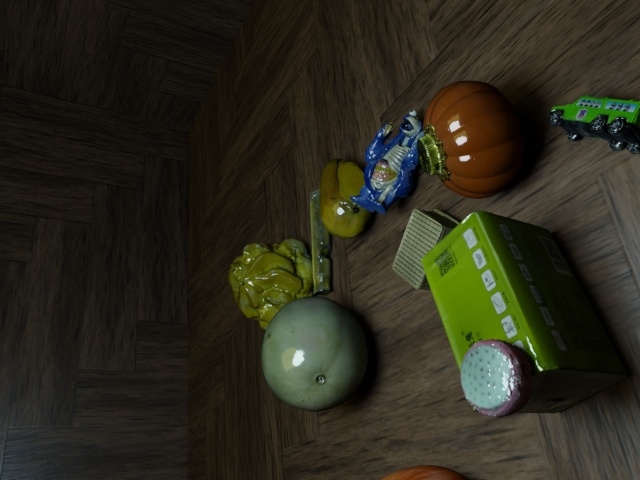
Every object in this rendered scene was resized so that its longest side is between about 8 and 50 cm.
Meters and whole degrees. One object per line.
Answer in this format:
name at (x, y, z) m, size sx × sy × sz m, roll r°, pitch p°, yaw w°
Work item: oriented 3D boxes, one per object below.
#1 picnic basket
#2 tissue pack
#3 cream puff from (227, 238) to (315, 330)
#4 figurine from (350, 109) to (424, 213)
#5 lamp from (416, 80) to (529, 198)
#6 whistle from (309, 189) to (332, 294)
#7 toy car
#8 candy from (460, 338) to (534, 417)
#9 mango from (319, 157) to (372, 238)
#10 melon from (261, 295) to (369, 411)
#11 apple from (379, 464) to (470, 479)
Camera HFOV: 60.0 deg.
picnic basket at (0.233, 0.021, 1.185) m, size 0.115 × 0.080 × 0.164 m, roll 45°, pitch 121°, yaw 57°
tissue pack at (0.312, 0.118, 0.885) m, size 0.167 × 0.200 × 0.274 m, roll -50°, pitch 40°, yaw 41°
cream puff at (-0.171, 0.132, 1.727) m, size 0.291 × 0.257 × 0.324 m, roll -62°, pitch 34°, yaw 25°
figurine at (0.179, -0.181, 1.324) m, size 0.262 × 0.121 × 0.164 m, roll -56°, pitch 40°, yaw 10°
lamp at (0.282, -0.187, 1.034) m, size 0.223 × 0.197 × 0.223 m, roll 160°, pitch 90°, yaw -89°
whistle at (-0.001, 0.000, 1.644) m, size 0.068 × 0.057 × 0.326 m, roll -17°, pitch 68°, yaw 38°
toy car at (0.442, -0.189, 0.876) m, size 0.062 × 0.071 × 0.165 m, roll -61°, pitch 31°, yaw 5°
candy at (0.236, 0.185, 0.747) m, size 0.103 × 0.043 × 0.103 m, roll -24°, pitch 60°, yaw 51°
mango at (0.062, -0.121, 1.497) m, size 0.167 × 0.130 × 0.261 m, roll 123°, pitch 150°, yaw -46°
melon at (-0.015, 0.274, 1.381) m, size 0.330 × 0.269 × 0.268 m, roll -121°, pitch 44°, yaw -79°
apple at (0.179, 0.518, 0.973) m, size 0.242 × 0.241 × 0.242 m, roll -18°, pitch 70°, yaw 60°
